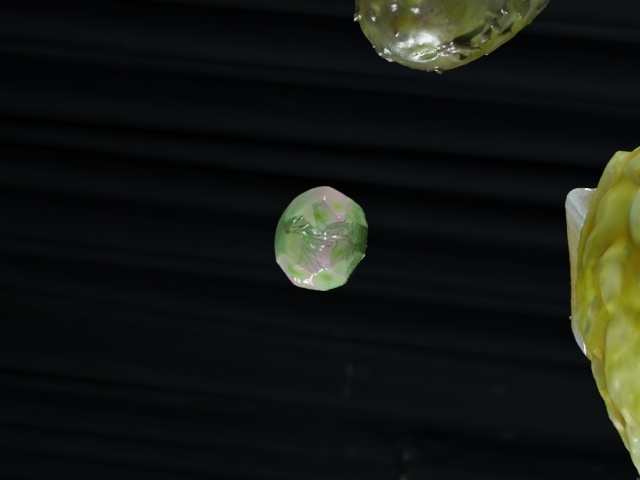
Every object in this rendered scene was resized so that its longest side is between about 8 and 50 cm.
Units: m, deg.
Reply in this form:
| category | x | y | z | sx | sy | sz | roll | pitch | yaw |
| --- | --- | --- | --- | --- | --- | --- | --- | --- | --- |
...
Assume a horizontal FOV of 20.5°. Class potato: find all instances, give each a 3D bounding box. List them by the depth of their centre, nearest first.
| category | x | y | z | sx | sy | sz | roll | pitch | yaw |
| --- | --- | --- | --- | --- | --- | --- | --- | --- | --- |
| potato | 0.118 | -0.216 | 1.320 | 0.251 | 0.149 | 0.113 | -50 | -47 | -42 |

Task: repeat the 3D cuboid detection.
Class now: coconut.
| category | x | y | z | sx | sy | sz | roll | pitch | yaw |
| --- | --- | --- | --- | --- | --- | --- | --- | --- | --- |
| coconut | 0.000 | 0.000 | 1.463 | 0.083 | 0.082 | 0.081 | -51 | -40 | 10 |

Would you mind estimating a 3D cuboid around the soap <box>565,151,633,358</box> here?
| category | x | y | z | sx | sy | sz | roll | pitch | yaw |
| --- | --- | --- | --- | --- | --- | --- | --- | --- | --- |
| soap | 0.274 | 0.064 | 1.416 | 0.173 | 0.089 | 0.274 | 55 | 173 | 27 |

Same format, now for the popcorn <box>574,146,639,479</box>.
| category | x | y | z | sx | sy | sz | roll | pitch | yaw |
| --- | --- | --- | --- | --- | --- | --- | --- | --- | --- |
| popcorn | 0.279 | 0.033 | 1.034 | 0.247 | 0.282 | 0.282 | 115 | 168 | -56 |
